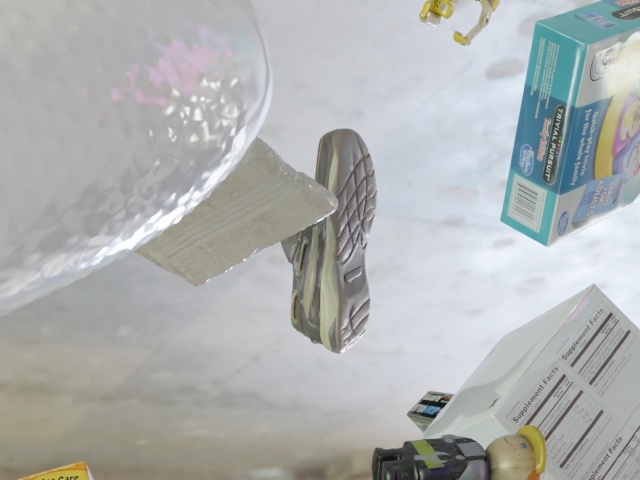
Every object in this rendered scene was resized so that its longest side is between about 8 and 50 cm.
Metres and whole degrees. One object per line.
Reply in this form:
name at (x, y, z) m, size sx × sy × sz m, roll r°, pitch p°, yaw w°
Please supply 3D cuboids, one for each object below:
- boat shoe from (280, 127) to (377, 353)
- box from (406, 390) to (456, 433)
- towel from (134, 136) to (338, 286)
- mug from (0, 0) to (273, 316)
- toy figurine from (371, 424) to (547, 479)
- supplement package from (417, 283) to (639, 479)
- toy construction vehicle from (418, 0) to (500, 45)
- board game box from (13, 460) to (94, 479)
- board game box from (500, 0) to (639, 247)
boat shoe at (0.000, 0.000, 2.013) m, size 0.130 × 0.355 × 0.132 m, roll 10°, pitch -165°, yaw 28°
box at (0.212, 0.276, 1.679) m, size 0.051 × 0.175 × 0.220 m, roll -44°, pitch -175°, yaw -12°
towel at (-0.135, -0.037, 1.782) m, size 0.282 × 0.049 × 0.187 m, roll -27°, pitch 139°, yaw 29°
mug at (-0.244, -0.143, 1.054) m, size 0.328 × 0.374 × 0.276 m, roll -26°, pitch 153°, yaw -27°
toy figurine at (0.113, 0.261, 1.012) m, size 0.148 × 0.213 × 0.209 m, roll -2°, pitch 151°, yaw -11°
supplement package at (0.275, 0.225, 1.337) m, size 0.198 × 0.263 × 0.199 m, roll -46°, pitch -179°, yaw -29°
toy construction vehicle at (0.138, -0.235, 1.204) m, size 0.086 × 0.035 × 0.098 m, roll 16°, pitch 105°, yaw -58°
board game box at (-0.413, 0.544, 1.677) m, size 0.357 × 0.356 × 0.356 m, roll -15°, pitch 156°, yaw -9°
board game box at (0.366, -0.164, 1.525) m, size 0.336 × 0.079 × 0.253 m, roll -23°, pitch 132°, yaw -36°
